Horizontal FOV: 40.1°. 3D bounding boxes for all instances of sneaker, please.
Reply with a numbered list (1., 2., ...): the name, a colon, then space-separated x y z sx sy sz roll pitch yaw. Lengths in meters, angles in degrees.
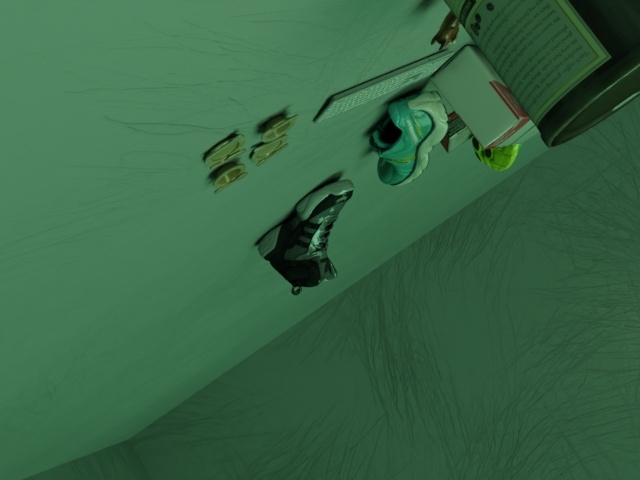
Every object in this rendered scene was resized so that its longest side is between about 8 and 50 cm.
1. sneaker: 0.137 -0.182 1.565 0.109 0.107 0.275 -11 159 -14
2. sneaker: 0.000 0.000 1.749 0.268 0.153 0.101 -40 168 34
3. sneaker: 0.408 -0.257 1.818 0.123 0.109 0.296 -32 156 -32

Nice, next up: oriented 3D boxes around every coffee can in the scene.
1. coffee can: 0.237 -0.265 0.898 0.201 0.275 0.201 -33 170 -6

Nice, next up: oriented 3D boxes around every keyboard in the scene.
1. keyboard: 0.100 -0.237 1.350 0.256 0.014 0.072 -27 168 -31

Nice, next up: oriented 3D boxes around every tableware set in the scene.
1. tableware set: -0.099 -0.125 1.240 0.141 0.020 0.169 -31 169 -13

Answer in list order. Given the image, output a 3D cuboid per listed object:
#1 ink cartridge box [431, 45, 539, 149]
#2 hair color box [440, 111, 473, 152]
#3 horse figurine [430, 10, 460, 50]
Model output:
1. ink cartridge box: 0.307 -0.248 1.522 0.092 0.159 0.218 -41 167 30
2. hair color box: 0.289 -0.235 1.860 0.072 0.043 0.141 -34 171 1
3. horse figurine: 0.261 -0.358 1.142 0.263 0.066 0.174 -37 175 32
